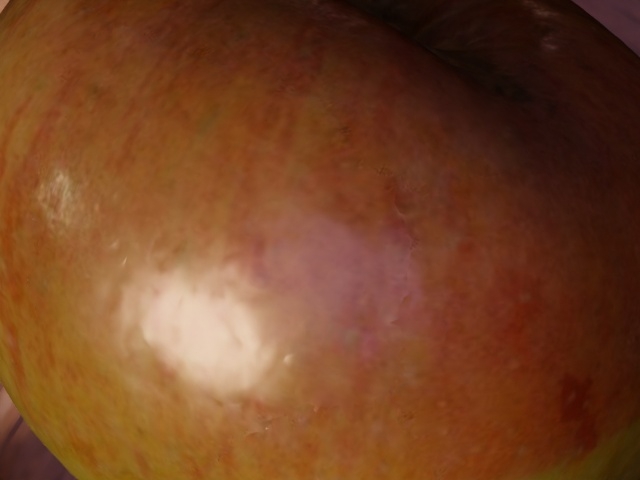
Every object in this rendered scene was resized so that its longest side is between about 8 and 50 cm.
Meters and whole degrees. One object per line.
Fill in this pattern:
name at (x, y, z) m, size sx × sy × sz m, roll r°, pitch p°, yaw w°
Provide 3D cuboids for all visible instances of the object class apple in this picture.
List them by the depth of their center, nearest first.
apple at (0.000, 0.000, 0.636) m, size 0.261 × 0.261 × 0.194 m, roll 10°, pitch 110°, yaw -2°
